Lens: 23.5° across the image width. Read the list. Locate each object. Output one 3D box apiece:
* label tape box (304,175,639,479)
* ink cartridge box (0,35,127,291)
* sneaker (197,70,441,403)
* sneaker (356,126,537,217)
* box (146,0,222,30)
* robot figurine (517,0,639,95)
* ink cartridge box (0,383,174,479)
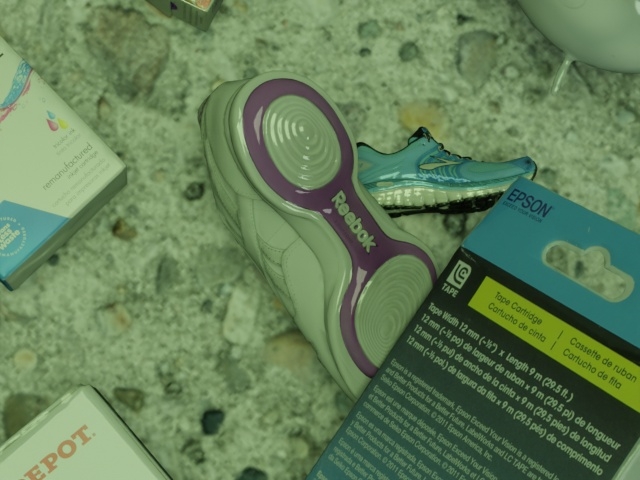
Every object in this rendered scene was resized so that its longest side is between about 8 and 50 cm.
[{"bbox_3d":[0.145,0.153,1.112,0.115,0.249,0.348,36,88,-39],"label":"label tape box"},{"bbox_3d":[-0.278,-0.089,1.214,0.231,0.078,0.134,45,80,2],"label":"ink cartridge box"},{"bbox_3d":[0.000,0.000,1.223,0.114,0.152,0.305,-33,110,-23],"label":"sneaker"},{"bbox_3d":[0.099,-0.061,1.260,0.162,0.063,0.073,-3,79,-7],"label":"sneaker"},{"bbox_3d":[-0.048,-0.330,1.279,0.063,0.067,0.324,28,81,-2],"label":"box"},{"bbox_3d":[0.286,-0.271,1.209,0.353,0.199,0.300,-40,48,16],"label":"robot figurine"},{"bbox_3d":[-0.165,0.271,1.159,0.197,0.114,0.273,-39,89,-9],"label":"ink cartridge box"}]
